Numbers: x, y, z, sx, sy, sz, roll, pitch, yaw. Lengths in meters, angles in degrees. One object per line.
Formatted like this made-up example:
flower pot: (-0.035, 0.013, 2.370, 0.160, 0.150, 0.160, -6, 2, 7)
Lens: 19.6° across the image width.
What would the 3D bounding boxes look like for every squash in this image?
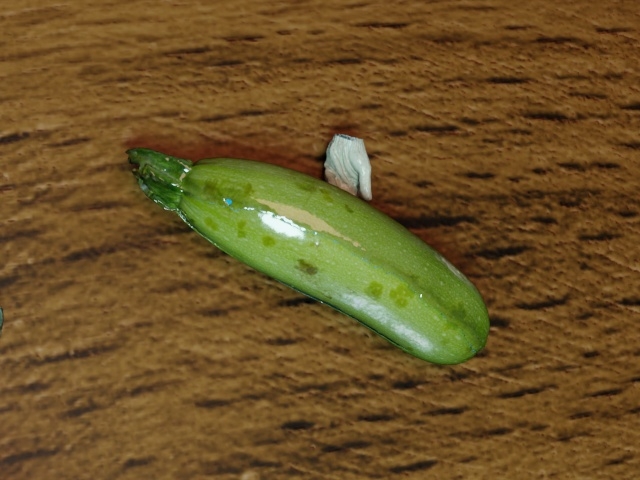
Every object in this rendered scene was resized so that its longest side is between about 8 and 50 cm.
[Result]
squash: (0.000, 0.000, 1.487, 0.341, 0.094, 0.094, 29, 61, -15)

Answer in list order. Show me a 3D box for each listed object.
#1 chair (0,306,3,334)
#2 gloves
chair: (-0.334, 0.057, 1.250, 0.147, 0.270, 0.136, 4, 70, 11)
gloves: (0.024, -0.060, 1.550, 0.044, 0.037, 0.081, 10, 81, 14)
